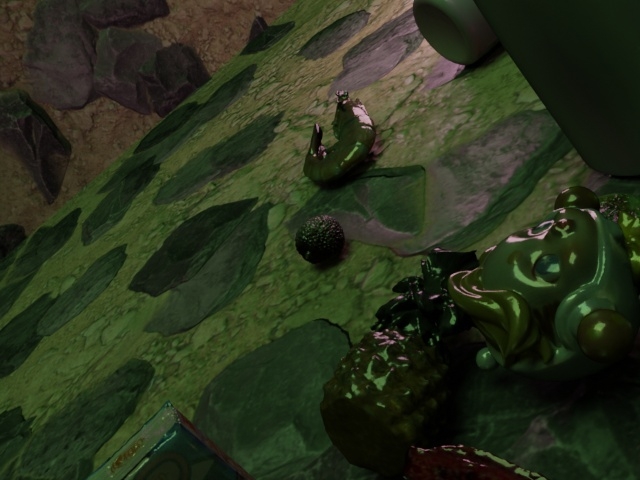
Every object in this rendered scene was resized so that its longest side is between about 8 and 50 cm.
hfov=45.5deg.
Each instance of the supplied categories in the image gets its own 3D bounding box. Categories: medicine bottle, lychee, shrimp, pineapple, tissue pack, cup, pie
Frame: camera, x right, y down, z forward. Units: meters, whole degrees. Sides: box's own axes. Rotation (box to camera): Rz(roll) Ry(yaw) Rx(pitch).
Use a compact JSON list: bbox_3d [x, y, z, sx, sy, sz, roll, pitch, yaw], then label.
[{"bbox_3d":[0.285,-0.418,1.247,0.254,0.152,0.152,-42,25,-10],"label":"medicine bottle"},{"bbox_3d":[0.000,0.000,1.029,0.067,0.068,0.083,16,41,9],"label":"lychee"},{"bbox_3d":[0.027,-0.167,1.284,0.145,0.059,0.254,-43,28,14],"label":"shrimp"},{"bbox_3d":[0.088,0.094,0.705,0.119,0.111,0.237,3,40,35],"label":"pineapple"},{"bbox_3d":[-0.121,0.235,0.682,0.115,0.155,0.065,-44,25,-8],"label":"tissue pack"},{"bbox_3d":[0.283,-0.262,0.752,0.253,0.371,0.253,-38,23,19],"label":"cup"},{"bbox_3d":[0.275,-0.017,0.741,0.085,0.017,0.085,-30,26,16],"label":"pie"}]

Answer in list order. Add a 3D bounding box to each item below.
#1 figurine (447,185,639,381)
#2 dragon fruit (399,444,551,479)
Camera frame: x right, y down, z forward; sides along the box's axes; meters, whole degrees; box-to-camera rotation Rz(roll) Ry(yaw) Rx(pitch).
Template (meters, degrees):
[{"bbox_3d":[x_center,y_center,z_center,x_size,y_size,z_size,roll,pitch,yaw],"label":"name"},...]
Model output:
[{"bbox_3d":[0.245,0.023,0.602,0.274,0.133,0.194,-27,28,1],"label":"figurine"},{"bbox_3d":[0.117,0.264,0.356,0.205,0.152,0.317,-2,30,21],"label":"dragon fruit"}]
